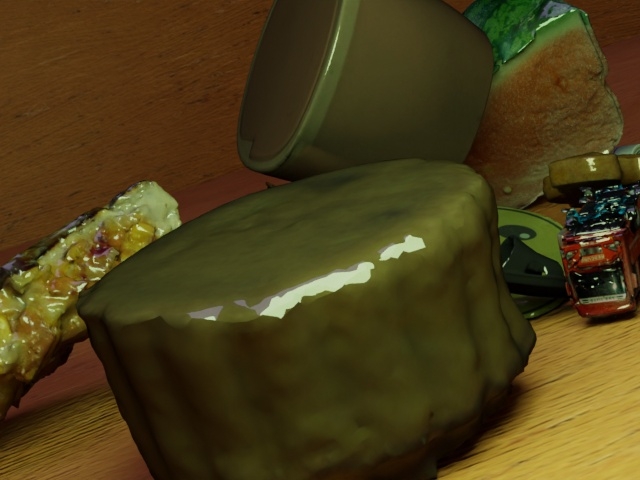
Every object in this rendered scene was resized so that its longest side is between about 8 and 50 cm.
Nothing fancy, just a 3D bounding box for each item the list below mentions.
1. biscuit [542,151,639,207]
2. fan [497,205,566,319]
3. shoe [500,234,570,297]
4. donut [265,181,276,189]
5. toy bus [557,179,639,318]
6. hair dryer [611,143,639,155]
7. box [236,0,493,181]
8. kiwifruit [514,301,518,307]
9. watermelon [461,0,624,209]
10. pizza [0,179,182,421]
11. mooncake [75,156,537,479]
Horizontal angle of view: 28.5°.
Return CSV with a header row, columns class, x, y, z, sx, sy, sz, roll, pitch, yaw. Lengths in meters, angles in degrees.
class,x,y,z,sx,sy,sz,roll,pitch,yaw
biscuit,0.330,-0.069,1.361,0.186,0.044,0.295,-1,-5,4
fan,0.115,0.013,1.262,0.335,0.011,0.229,9,32,20
shoe,0.165,0.019,1.142,0.159,0.053,0.062,6,-14,-15
donut,0.000,0.000,1.436,0.254,0.118,0.253,4,6,0
toy bus,0.273,0.000,1.159,0.074,0.096,0.235,-11,10,24
hair dryer,0.365,-0.081,1.647,0.137,0.047,0.082,-32,15,-33
box,0.051,-0.183,1.496,0.216,0.301,0.301,17,-5,-23
kiwifruit,0.115,0.071,1.110,0.124,0.075,0.075,-15,9,33
watermelon,0.213,-0.151,1.622,0.222,0.292,0.319,-51,40,-14
pizza,-0.304,0.089,1.290,0.409,0.114,0.278,-45,3,-11
mooncake,-0.007,0.070,0.957,0.324,0.187,0.324,-18,15,5
